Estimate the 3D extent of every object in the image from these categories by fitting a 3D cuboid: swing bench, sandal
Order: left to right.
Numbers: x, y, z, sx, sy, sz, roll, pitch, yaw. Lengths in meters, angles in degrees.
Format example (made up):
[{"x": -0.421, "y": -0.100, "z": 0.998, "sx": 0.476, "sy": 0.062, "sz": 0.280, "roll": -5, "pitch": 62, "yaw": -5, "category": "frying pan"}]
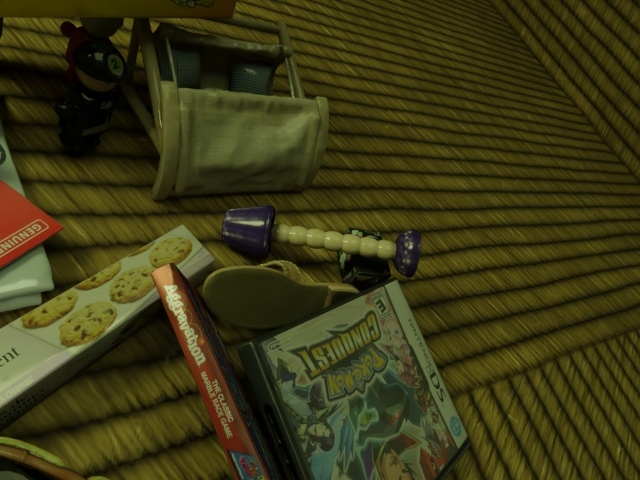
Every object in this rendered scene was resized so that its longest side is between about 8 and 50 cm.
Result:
[{"x": -0.143, "y": -0.207, "z": 0.660, "sx": 0.253, "sy": 0.165, "sz": 0.255, "roll": -9, "pitch": 63, "yaw": -36, "category": "swing bench"}, {"x": -0.054, "y": 0.066, "z": 0.590, "sx": 0.239, "sy": 0.088, "sz": 0.079, "roll": 12, "pitch": 20, "yaw": -33, "category": "sandal"}]

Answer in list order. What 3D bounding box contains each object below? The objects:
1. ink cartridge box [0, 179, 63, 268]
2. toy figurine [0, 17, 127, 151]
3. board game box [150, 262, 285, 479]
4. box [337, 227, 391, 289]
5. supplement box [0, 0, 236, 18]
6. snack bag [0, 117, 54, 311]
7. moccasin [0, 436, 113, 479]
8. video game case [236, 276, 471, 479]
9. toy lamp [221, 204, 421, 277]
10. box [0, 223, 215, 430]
[{"x": -0.436, "y": -0.028, "z": 0.359, "sx": 0.261, "sy": 0.066, "sz": 0.296, "roll": 36, "pitch": 44, "yaw": 1, "category": "ink cartridge box"}, {"x": -0.357, "y": -0.240, "z": 0.539, "sx": 0.209, "sy": 0.148, "sz": 0.213, "roll": 11, "pitch": 46, "yaw": -35, "category": "toy figurine"}, {"x": -0.087, "y": 0.167, "z": 0.431, "sx": 0.027, "sy": 0.145, "sz": 0.281, "roll": -25, "pitch": 71, "yaw": -14, "category": "board game box"}, {"x": 0.067, "y": 0.030, "z": 0.689, "sx": 0.062, "sy": 0.052, "sz": 0.083, "roll": 8, "pitch": 54, "yaw": -25, "category": "box"}, {"x": -0.274, "y": -0.378, "z": 0.459, "sx": 0.356, "sy": 0.195, "sz": 0.194, "roll": -23, "pitch": 63, "yaw": -38, "category": "supplement box"}, {"x": -0.483, "y": -0.049, "z": 0.420, "sx": 0.322, "sy": 0.037, "sz": 0.343, "roll": -13, "pitch": 62, "yaw": -39, "category": "snack bag"}, {"x": -0.130, "y": 0.274, "z": 0.318, "sx": 0.380, "sy": 0.147, "sz": 0.139, "roll": 42, "pitch": 46, "yaw": 2, "category": "moccasin"}, {"x": 0.060, "y": 0.193, "z": 0.515, "sx": 0.274, "sy": 0.035, "sz": 0.249, "roll": -15, "pitch": 79, "yaw": -47, "category": "video game case"}, {"x": 0.000, "y": 0.000, "z": 0.613, "sx": 0.274, "sy": 0.080, "sz": 0.080, "roll": 8, "pitch": 50, "yaw": -1, "category": "toy lamp"}, {"x": -0.247, "y": 0.091, "z": 0.441, "sx": 0.067, "sy": 0.063, "sz": 0.324, "roll": 44, "pitch": 46, "yaw": 7, "category": "box"}]
